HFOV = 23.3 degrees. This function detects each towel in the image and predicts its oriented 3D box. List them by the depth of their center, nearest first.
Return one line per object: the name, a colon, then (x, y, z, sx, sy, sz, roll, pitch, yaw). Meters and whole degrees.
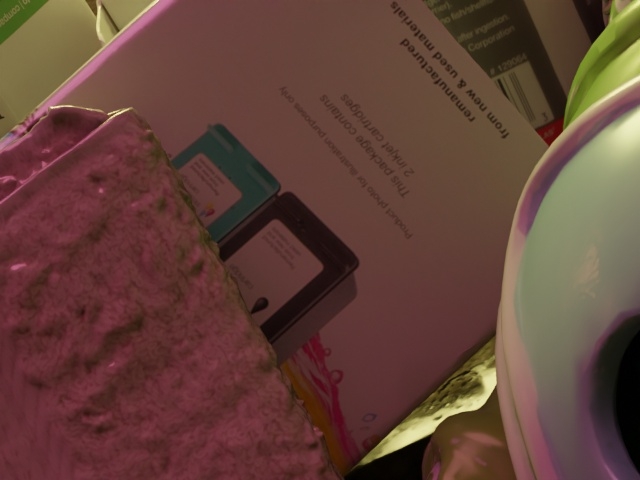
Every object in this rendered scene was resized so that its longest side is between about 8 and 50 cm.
towel: (-0.083, 0.106, 0.568, 0.187, 0.282, 0.049, -30, 0, -3)

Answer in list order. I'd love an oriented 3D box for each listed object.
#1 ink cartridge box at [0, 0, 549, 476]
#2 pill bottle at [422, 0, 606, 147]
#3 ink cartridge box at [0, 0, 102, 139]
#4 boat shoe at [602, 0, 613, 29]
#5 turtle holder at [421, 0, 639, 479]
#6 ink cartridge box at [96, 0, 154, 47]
ink cartridge box: (-0.053, 0.014, 0.707, 0.270, 0.197, 0.198, -42, 4, -7)
pill bottle: (0.072, -0.191, 0.951, 0.176, 0.318, 0.176, -24, 22, 10)
ink cartridge box: (-0.233, -0.077, 1.127, 0.201, 0.278, 0.117, -9, 33, 40)
boat shoe: (0.206, -0.132, 0.872, 0.094, 0.109, 0.302, -8, 39, 5)
turtle holder: (0.148, 0.033, 0.490, 0.320, 0.243, 0.227, 4, 54, 35)
ink cartridge box: (-0.066, -0.146, 1.164, 0.119, 0.207, 0.353, -28, 23, 6)
